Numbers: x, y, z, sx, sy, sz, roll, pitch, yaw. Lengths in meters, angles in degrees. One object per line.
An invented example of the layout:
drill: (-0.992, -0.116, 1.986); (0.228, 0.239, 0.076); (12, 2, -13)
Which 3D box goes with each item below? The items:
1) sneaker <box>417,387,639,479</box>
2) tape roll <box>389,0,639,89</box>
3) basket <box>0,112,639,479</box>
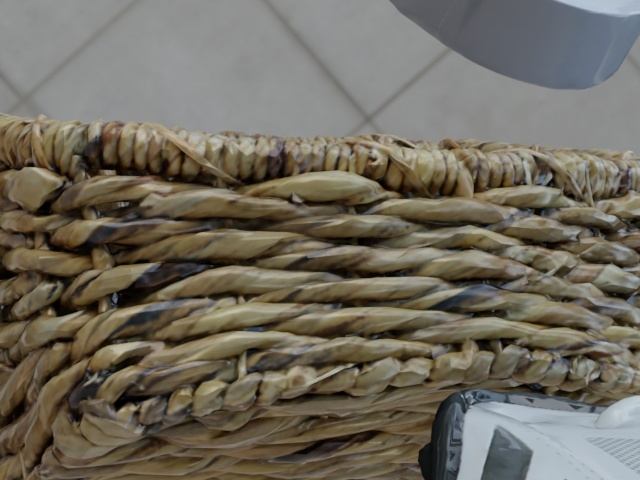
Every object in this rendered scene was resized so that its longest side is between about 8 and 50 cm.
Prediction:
sneaker: (0.184, 0.060, 0.541); (0.257, 0.447, 0.169); (20, -54, 35)
tape roll: (0.143, -0.206, 1.353); (0.219, 0.072, 0.219); (19, 35, -14)
basket: (0.000, 0.000, 0.742); (0.299, 0.213, 0.223); (2, 61, -26)
